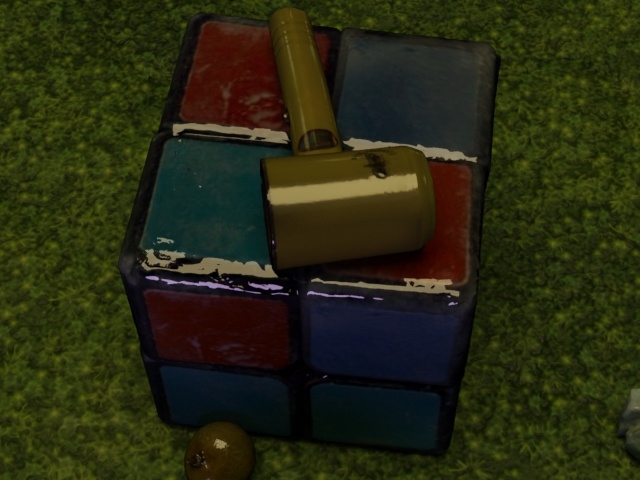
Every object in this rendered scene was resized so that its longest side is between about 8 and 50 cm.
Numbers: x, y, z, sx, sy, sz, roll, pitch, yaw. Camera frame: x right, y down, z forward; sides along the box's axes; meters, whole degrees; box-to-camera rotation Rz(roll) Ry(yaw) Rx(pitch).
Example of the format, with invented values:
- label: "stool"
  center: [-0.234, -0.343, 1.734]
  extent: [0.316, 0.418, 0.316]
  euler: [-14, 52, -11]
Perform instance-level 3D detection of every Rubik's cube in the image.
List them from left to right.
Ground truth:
- label: "Rubik's cube"
  center: [0.000, 0.000, 1.236]
  extent: [0.318, 0.316, 0.313]
  euler: [6, 56, 5]

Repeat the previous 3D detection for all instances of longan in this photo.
- label: "longan"
  center: [-0.103, 0.214, 1.226]
  extent: [0.075, 0.083, 0.075]
  euler: [-6, 79, 31]

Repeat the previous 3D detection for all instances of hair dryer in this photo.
- label: "hair dryer"
  center: [0.006, -0.101, 1.072]
  extent: [0.135, 0.090, 0.278]
  euler: [-8, 51, -5]

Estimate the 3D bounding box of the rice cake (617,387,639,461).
- label: "rice cake"
  center: [0.427, 0.263, 1.202]
  extent: [0.336, 0.066, 0.063]
  euler: [38, 55, 22]
